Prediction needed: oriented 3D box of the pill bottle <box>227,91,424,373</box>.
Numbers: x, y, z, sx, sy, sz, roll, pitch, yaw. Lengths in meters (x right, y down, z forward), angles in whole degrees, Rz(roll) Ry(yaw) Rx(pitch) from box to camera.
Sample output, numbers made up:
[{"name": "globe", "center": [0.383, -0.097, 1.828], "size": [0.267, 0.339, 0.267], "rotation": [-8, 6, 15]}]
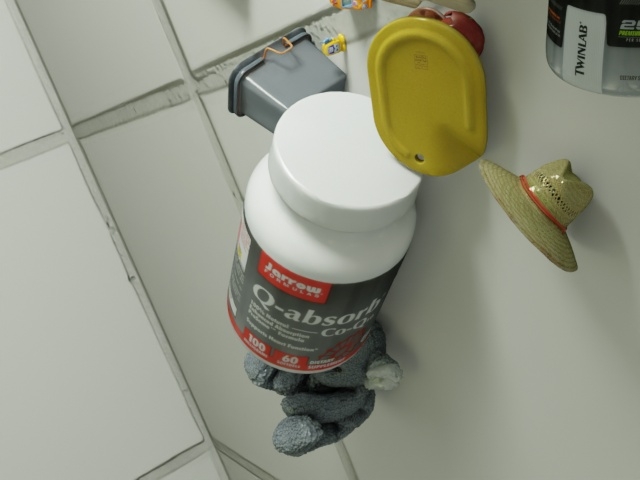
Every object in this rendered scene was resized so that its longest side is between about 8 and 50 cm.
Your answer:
[{"name": "pill bottle", "center": [0.000, 0.000, 1.081], "size": [0.210, 0.210, 0.363], "rotation": [52, 151, 23]}]

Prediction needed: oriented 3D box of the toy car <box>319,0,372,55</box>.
[{"name": "toy car", "center": [0.027, -0.250, 0.987], "size": [0.060, 0.040, 0.122], "rotation": [47, 151, 31]}]

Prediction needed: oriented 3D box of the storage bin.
[{"name": "storage bin", "center": [-0.035, -0.193, 1.072], "size": [0.091, 0.135, 0.098], "rotation": [39, 148, 20]}]

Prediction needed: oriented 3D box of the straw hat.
[{"name": "straw hat", "center": [0.214, -0.042, 0.791], "size": [0.061, 0.144, 0.144], "rotation": [-41, 74, 23]}]

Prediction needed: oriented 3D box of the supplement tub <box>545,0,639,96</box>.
[{"name": "supplement tub", "center": [0.213, -0.203, 0.574], "size": [0.117, 0.117, 0.190], "rotation": [38, 146, 43]}]

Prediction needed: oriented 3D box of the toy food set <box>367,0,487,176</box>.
[{"name": "toy food set", "center": [0.118, -0.172, 0.869], "size": [0.128, 0.071, 0.218], "rotation": [15, 134, 28]}]

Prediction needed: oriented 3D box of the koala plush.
[{"name": "koala plush", "center": [0.029, 0.187, 1.312], "size": [0.221, 0.203, 0.196], "rotation": [-57, 48, 39]}]
